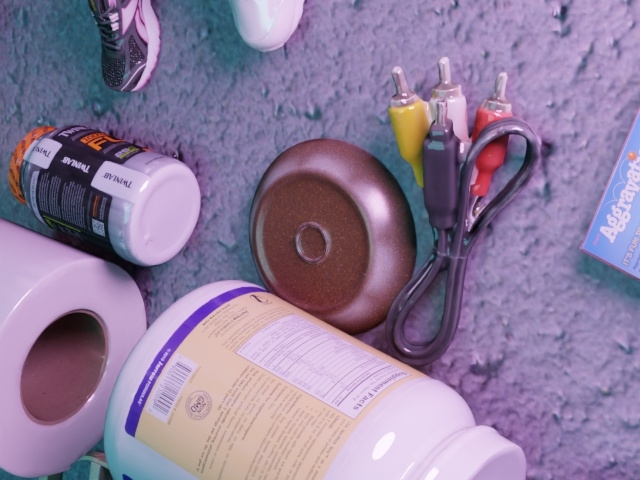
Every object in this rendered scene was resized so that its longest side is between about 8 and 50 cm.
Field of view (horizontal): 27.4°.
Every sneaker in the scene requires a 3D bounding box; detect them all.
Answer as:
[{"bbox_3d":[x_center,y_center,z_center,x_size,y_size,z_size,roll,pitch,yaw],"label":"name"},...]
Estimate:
[{"bbox_3d":[-0.084,-0.291,1.239,0.090,0.115,0.232,-7,95,36],"label":"sneaker"},{"bbox_3d":[-0.215,-0.243,1.365,0.072,0.077,0.178,15,108,33],"label":"sneaker"}]

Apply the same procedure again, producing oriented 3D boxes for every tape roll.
[{"bbox_3d":[-0.330,0.110,1.411,0.169,0.246,0.246,20,110,30],"label":"tape roll"}]

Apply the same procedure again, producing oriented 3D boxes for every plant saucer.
[{"bbox_3d":[0.000,0.000,1.287,0.198,0.036,0.199,7,102,34],"label":"plant saucer"}]

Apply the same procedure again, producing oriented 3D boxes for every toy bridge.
[{"bbox_3d":[-0.256,0.280,1.527,0.188,0.026,0.063,18,106,31],"label":"toy bridge"}]

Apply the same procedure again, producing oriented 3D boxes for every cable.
[{"bbox_3d":[0.127,-0.020,1.199,0.139,0.072,0.287,6,117,13],"label":"cable"}]

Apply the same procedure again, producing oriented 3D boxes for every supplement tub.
[{"bbox_3d":[-0.006,0.202,1.204,0.331,0.241,0.241,26,113,28],"label":"supplement tub"},{"bbox_3d":[-0.231,-0.053,1.389,0.190,0.117,0.117,21,110,30],"label":"supplement tub"}]

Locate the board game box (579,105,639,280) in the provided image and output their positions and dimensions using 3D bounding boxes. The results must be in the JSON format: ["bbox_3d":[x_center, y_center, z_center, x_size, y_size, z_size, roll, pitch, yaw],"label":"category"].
[{"bbox_3d":[0.324,-0.085,1.047,0.145,0.027,0.281,30,115,25],"label":"board game box"}]
